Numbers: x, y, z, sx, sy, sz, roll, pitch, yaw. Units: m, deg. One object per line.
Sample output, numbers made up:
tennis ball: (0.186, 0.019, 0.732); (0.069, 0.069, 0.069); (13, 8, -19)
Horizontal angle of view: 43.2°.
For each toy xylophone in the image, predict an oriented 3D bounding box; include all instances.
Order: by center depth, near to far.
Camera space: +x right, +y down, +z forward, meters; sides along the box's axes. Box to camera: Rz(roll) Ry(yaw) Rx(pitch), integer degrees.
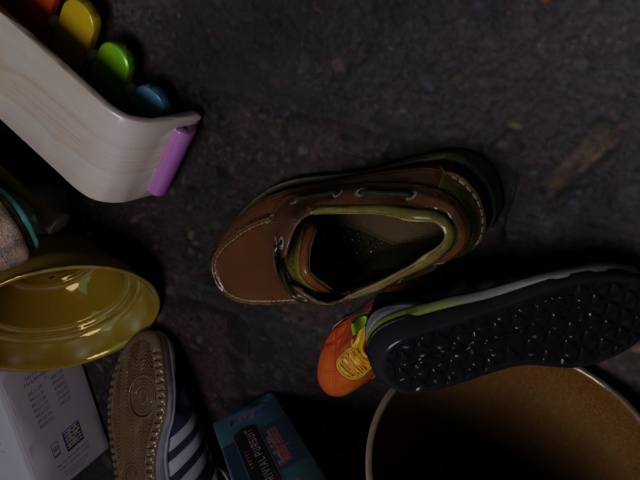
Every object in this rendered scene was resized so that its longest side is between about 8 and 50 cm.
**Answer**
toy xylophone: (-0.280, -0.151, 0.804); (0.322, 0.081, 0.236); (48, 133, 0)

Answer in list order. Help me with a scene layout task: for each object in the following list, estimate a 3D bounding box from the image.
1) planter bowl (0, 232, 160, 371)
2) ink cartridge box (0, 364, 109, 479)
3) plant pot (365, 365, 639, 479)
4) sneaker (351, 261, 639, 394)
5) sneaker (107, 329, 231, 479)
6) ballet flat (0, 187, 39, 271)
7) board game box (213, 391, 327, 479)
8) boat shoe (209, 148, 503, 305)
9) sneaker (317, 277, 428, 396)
planter bowl: (-0.292, 0.054, 0.889); (0.217, 0.217, 0.090); (-50, 49, 39)
ink cartridge box: (-0.464, 0.173, 1.063); (0.309, 0.130, 0.272); (5, 117, 30)
plant pot: (0.139, 0.257, 0.694); (0.237, 0.237, 0.254); (27, 140, 17)
sneaker: (0.140, 0.048, 0.637); (0.235, 0.097, 0.084); (-9, 119, 0)
sneaker: (-0.156, 0.246, 0.947); (0.099, 0.153, 0.282); (-12, 78, 38)
ballet flat: (-0.396, -0.037, 0.845); (0.316, 0.106, 0.107); (25, 141, 52)
board game box: (0.013, 0.346, 0.800); (0.336, 0.079, 0.254); (65, 170, -13)
boat shoe: (0.000, 0.000, 0.698); (0.307, 0.104, 0.110); (-21, 103, 38)
sneaker: (0.039, 0.096, 0.751); (0.064, 0.067, 0.175); (40, 131, 5)
